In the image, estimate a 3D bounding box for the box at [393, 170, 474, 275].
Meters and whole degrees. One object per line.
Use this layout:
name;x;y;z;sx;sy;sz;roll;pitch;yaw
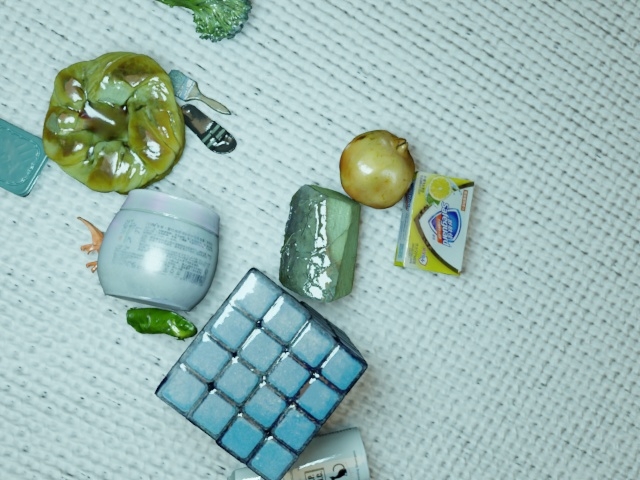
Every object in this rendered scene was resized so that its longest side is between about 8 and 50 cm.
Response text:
box;0.308;-0.045;1.395;0.168;0.097;0.265;11;89;-5

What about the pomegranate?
pomegranate;0.146;-0.180;1.326;0.209;0.209;0.209;0;90;-5

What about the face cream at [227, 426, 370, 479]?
face cream;-0.066;0.601;1.331;0.369;0.145;0.145;-12;91;-6

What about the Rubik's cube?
Rubik's cube;-0.135;0.290;1.228;0.337;0.344;0.344;37;87;-5

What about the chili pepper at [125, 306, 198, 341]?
chili pepper;-0.376;0.197;1.213;0.076;0.359;0.085;-42;110;-33

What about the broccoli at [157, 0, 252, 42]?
broccoli;-0.281;-0.604;1.247;0.198;0.275;0.177;-21;76;26

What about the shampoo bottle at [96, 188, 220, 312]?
shampoo bottle;-0.385;0.026;1.242;0.273;0.273;0.266;14;76;-5

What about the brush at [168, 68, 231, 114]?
brush;-0.327;-0.389;1.378;0.196;0.021;0.070;29;86;-7

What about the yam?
yam;-0.003;-0.001;1.317;0.201;0.202;0.271;15;94;21

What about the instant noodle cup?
instant noodle cup;-0.788;-0.211;1.306;0.179;0.070;0.157;27;86;-4

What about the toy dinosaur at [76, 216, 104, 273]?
toy dinosaur;-0.557;0.050;1.332;0.101;0.055;0.279;-29;90;-28

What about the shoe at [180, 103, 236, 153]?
shoe;-0.306;-0.298;1.362;0.179;0.049;0.071;41;87;-4

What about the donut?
donut;-0.510;-0.295;1.285;0.360;0.170;0.360;0;92;-5
